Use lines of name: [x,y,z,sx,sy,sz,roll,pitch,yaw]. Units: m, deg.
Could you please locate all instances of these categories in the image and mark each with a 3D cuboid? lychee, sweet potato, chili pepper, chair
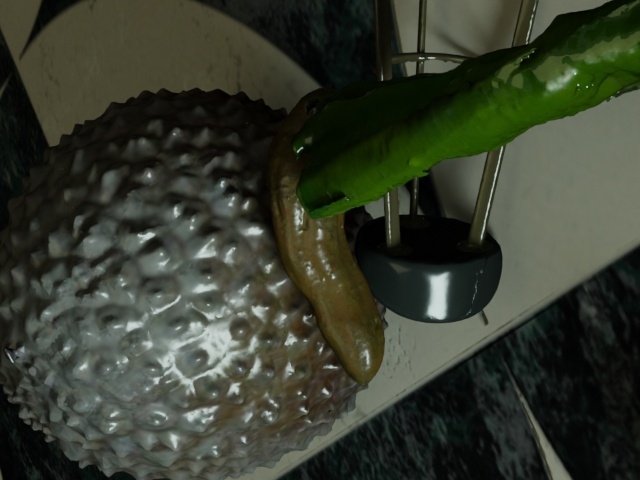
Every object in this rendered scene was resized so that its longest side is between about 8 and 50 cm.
lychee: [-0.093,0.044,1.027,0.300,0.300,0.300,27,124,48]
sweet potato: [-0.001,0.001,0.893,0.053,0.054,0.182,-11,91,54]
chili pepper: [0.111,-0.070,0.725,0.359,0.076,0.085,-8,59,49]
chair: [0.070,-0.067,0.914,0.095,0.104,0.222,-118,28,-70]
